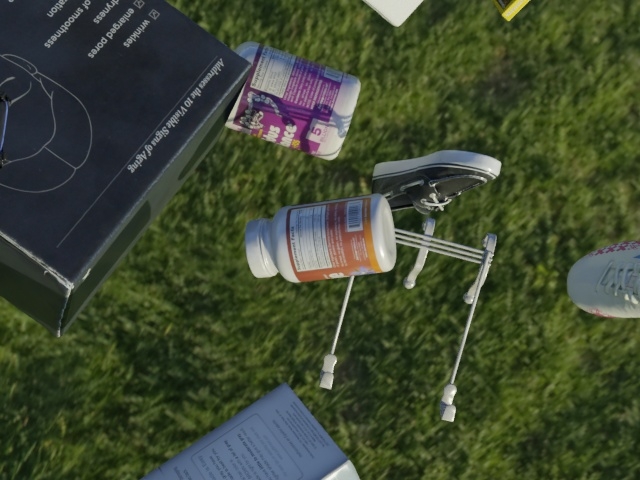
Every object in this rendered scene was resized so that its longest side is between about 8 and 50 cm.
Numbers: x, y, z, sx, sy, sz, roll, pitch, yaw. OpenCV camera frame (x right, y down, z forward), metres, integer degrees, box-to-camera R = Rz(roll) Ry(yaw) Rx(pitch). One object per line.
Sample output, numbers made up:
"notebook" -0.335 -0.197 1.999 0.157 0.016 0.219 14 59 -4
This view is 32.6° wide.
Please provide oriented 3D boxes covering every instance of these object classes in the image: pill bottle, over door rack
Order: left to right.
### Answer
"pill bottle" -0.091 -0.270 2.030 0.301 0.169 0.169 18 53 -4
"pill bottle" 0.000 0.000 1.675 0.216 0.121 0.121 -7 55 14
"over door rack" 0.145 0.118 1.870 0.239 0.108 0.324 14 91 -1

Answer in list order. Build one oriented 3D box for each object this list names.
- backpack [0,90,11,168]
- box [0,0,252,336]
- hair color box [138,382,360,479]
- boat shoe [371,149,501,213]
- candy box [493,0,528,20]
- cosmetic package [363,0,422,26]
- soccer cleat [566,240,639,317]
"backpack" -0.443 -0.125 1.350 0.084 0.114 0.105 12 68 -34
"box" -0.447 -0.196 1.722 0.471 0.297 0.480 36 64 0
"hair color box" -0.142 0.377 1.470 0.374 0.114 0.185 -33 41 -12
"boat shoe" 0.207 -0.100 2.035 0.108 0.301 0.102 22 73 -41
"candy box" 0.366 -0.510 2.114 0.027 0.105 0.206 35 23 -30
"cosmetic package" 0.077 -0.368 0.726 0.284 0.377 0.097 28 22 -46
"soccer cleat" 0.473 0.056 1.565 0.143 0.331 0.116 0 88 -43
